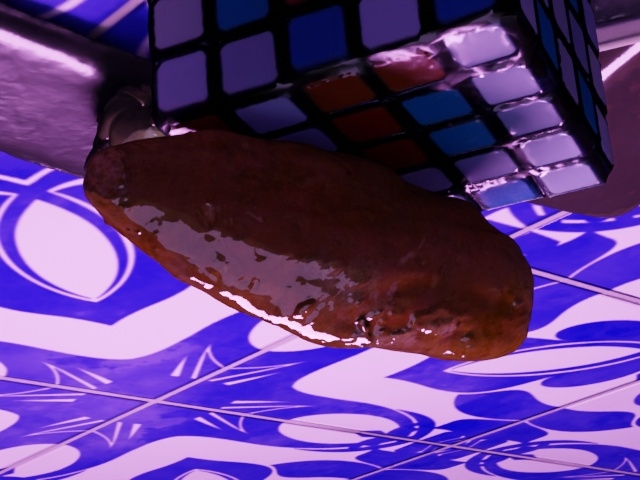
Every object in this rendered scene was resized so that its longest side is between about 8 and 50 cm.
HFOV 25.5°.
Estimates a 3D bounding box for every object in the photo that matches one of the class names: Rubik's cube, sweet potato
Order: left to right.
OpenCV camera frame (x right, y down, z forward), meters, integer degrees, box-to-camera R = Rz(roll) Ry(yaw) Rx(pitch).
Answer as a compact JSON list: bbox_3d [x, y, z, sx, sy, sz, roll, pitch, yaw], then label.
[{"bbox_3d":[0.000,0.000,0.674,0.252,0.097,0.097,20,147,-31],"label":"sweet potato"},{"bbox_3d":[0.031,-0.123,0.722,0.182,0.184,0.187,-13,153,21],"label":"Rubik's cube"}]

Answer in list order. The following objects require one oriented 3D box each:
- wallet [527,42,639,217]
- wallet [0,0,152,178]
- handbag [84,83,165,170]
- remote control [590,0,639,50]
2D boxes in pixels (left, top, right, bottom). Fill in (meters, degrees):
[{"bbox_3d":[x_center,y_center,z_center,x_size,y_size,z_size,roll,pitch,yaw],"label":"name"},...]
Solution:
[{"bbox_3d":[0.236,-0.105,0.992,0.165,0.042,0.309,5,151,-27],"label":"wallet"},{"bbox_3d":[-0.182,-0.096,0.936,0.285,0.030,0.146,18,143,-40],"label":"wallet"},{"bbox_3d":[-0.118,-0.066,0.925,0.072,0.047,0.111,-3,155,-16],"label":"handbag"},{"bbox_3d":[0.224,-0.165,0.816,0.221,0.078,0.042,-12,-163,15],"label":"remote control"}]
